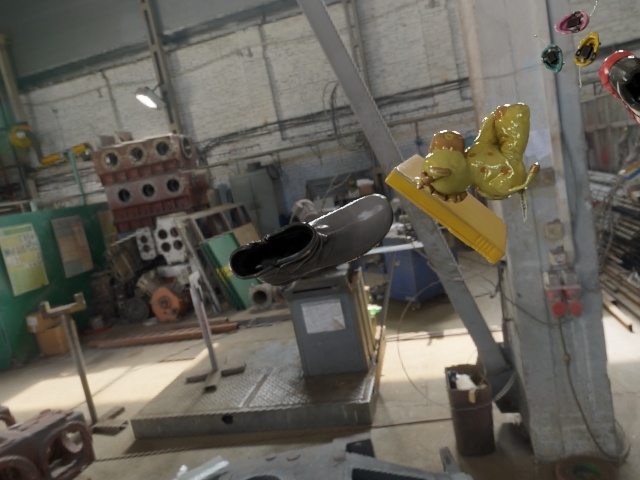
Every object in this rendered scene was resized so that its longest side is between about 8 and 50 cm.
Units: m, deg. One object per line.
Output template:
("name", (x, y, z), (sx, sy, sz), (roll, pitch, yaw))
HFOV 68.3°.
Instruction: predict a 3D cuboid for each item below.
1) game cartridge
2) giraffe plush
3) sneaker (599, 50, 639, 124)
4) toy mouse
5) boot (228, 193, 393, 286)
("game cartridge", (0.334, -0.093, 1.213), (0.052, 0.324, 0.285), (-53, -7, 27))
("giraffe plush", (0.251, -0.127, 0.808), (0.171, 0.210, 0.181), (1, -32, 2))
("sneaker", (0.793, -0.337, 1.128), (0.097, 0.276, 0.135), (-47, 16, 25))
("toy mouse", (0.501, -0.401, 0.958), (0.031, 0.160, 0.143), (-3, 26, -35))
("boot", (0.000, 0.000, 0.947), (0.338, 0.118, 0.223), (-32, -11, 2))
